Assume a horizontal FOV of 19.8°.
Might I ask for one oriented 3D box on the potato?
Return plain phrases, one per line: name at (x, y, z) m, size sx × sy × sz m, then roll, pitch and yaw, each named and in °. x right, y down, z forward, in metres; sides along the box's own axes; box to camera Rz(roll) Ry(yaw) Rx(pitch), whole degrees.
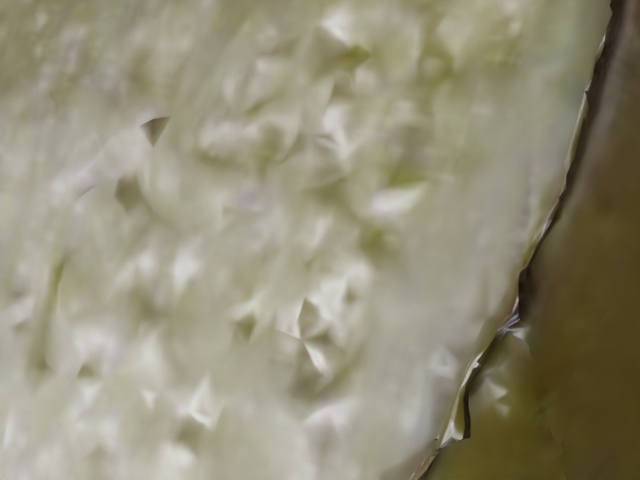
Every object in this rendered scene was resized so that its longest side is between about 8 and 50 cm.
potato at (0.000, 0.000, 0.581) m, size 0.385 × 0.442 × 0.319 m, roll 20°, pitch 178°, yaw 45°
